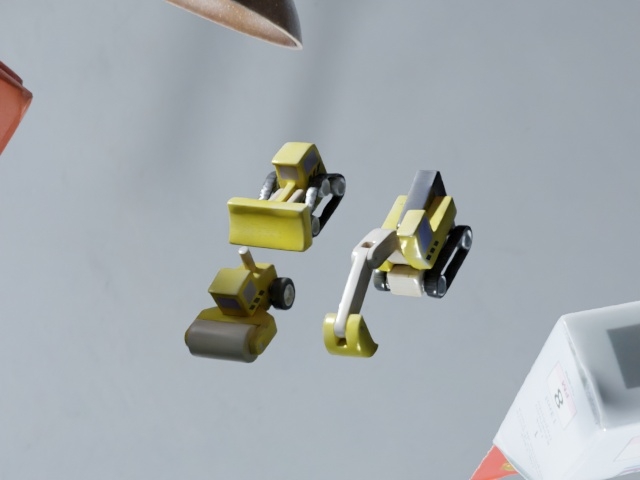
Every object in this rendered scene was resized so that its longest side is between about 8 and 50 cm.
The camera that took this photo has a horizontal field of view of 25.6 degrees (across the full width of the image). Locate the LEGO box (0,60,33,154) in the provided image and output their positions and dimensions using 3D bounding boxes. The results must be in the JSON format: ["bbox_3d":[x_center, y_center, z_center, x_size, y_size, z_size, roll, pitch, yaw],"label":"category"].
[{"bbox_3d":[-0.434,-0.155,0.672,0.372,0.500,0.193,27,83,23],"label":"LEGO box"}]

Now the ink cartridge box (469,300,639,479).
[{"bbox_3d":[0.179,0.082,0.637,0.189,0.232,0.066,-10,62,-9],"label":"ink cartridge box"}]

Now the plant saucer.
[{"bbox_3d":[-0.093,-0.157,0.738,0.198,0.198,0.036,25,91,-5],"label":"plant saucer"}]

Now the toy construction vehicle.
[{"bbox_3d":[0.000,0.000,0.470,0.086,0.035,0.098,7,42,29],"label":"toy construction vehicle"}]
